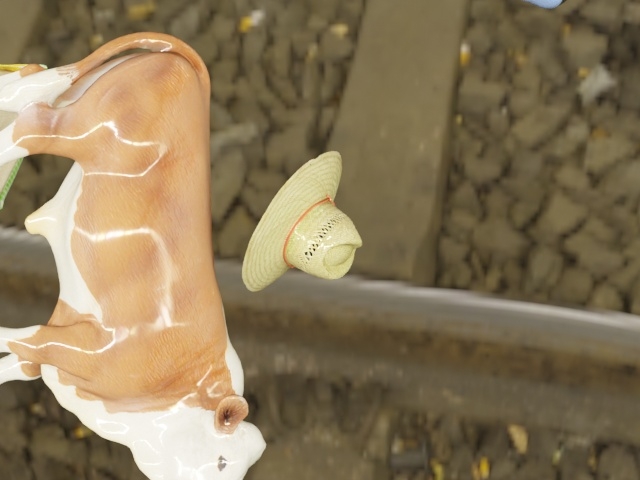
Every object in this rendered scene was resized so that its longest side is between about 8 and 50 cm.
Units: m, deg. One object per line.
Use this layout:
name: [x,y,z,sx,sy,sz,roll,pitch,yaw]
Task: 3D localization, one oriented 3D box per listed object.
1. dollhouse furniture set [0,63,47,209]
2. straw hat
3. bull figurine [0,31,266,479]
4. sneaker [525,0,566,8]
dollhouse furniture set: [-0.352,-0.006,1.557,0.197,0.151,0.301,12,53,11]
straw hat: [0.000,0.000,1.538,0.061,0.144,0.144,32,61,17]
bull figurine: [-0.135,0.026,1.188,0.188,0.101,0.310,-3,88,-13]
sneaker: [0.226,-0.256,1.461,0.090,0.081,0.232,28,59,-4]
